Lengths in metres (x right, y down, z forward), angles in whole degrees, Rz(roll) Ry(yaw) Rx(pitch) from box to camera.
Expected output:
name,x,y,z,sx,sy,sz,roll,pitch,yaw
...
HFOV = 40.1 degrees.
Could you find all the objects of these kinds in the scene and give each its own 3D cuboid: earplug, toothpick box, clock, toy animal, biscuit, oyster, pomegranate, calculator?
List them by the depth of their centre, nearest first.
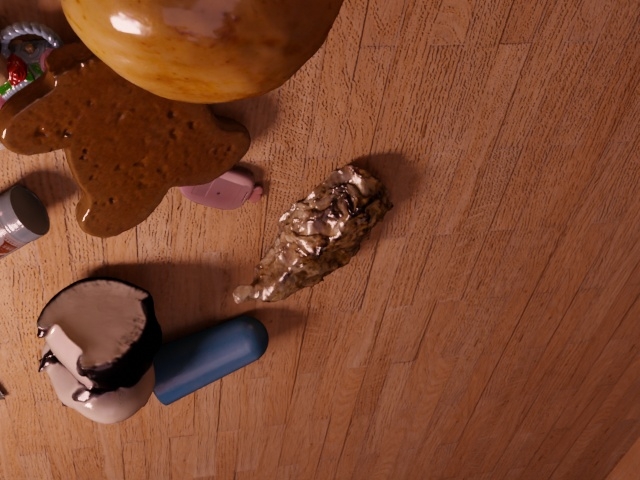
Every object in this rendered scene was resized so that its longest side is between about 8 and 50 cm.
name,x,y,z,sx,sy,sz,roll,pitch,yaw
pomegranate,-0.164,-0.360,1.059,0.410,0.410,0.410,-9,141,-7
clock,-0.462,-0.245,1.300,0.194,0.100,0.195,-18,144,-2
biscuit,-0.281,-0.191,1.378,0.368,0.076,0.394,-32,150,-5
toothpick box,-0.566,-0.018,1.532,0.153,0.101,0.101,-28,139,15
calculator,-0.181,-0.098,1.622,0.166,0.024,0.103,11,134,-27
oyster,0.010,0.015,1.759,0.204,0.111,0.396,20,126,-39
toy animal,-0.436,0.237,1.780,0.251,0.250,0.310,-4,148,-13
earplug,-0.243,0.253,1.948,0.273,0.132,0.132,-24,140,5

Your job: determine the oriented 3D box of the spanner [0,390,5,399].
name,x,y,z,sx,sy,sz,roll,pitch,yaw
spanner,-0.747,0.261,1.872,0.093,0.026,0.325,-14,143,-2
